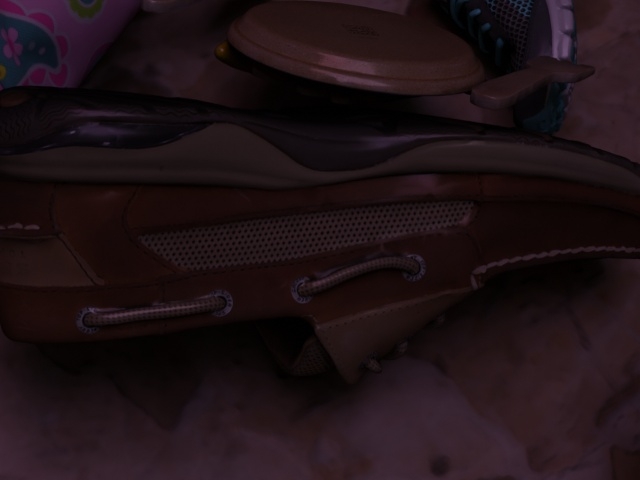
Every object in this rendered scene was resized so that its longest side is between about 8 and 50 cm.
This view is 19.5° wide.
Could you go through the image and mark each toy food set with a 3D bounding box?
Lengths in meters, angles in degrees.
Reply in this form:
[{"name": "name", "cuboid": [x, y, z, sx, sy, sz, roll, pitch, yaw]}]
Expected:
[{"name": "toy food set", "cuboid": [0.018, -0.081, 0.879, 0.192, 0.038, 0.132, 19, 21, 23]}]

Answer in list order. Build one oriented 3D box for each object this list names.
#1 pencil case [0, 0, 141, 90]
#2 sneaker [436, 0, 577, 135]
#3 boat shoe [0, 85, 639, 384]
[{"name": "pencil case", "cuboid": [-0.121, -0.163, 0.888, 0.124, 0.124, 0.284, 32, 59, 5]}, {"name": "sneaker", "cuboid": [0.091, -0.122, 0.958, 0.076, 0.065, 0.166, -3, 58, 4]}, {"name": "boat shoe", "cuboid": [0.000, 0.000, 0.837, 0.324, 0.122, 0.120, 3, 96, -24]}]
